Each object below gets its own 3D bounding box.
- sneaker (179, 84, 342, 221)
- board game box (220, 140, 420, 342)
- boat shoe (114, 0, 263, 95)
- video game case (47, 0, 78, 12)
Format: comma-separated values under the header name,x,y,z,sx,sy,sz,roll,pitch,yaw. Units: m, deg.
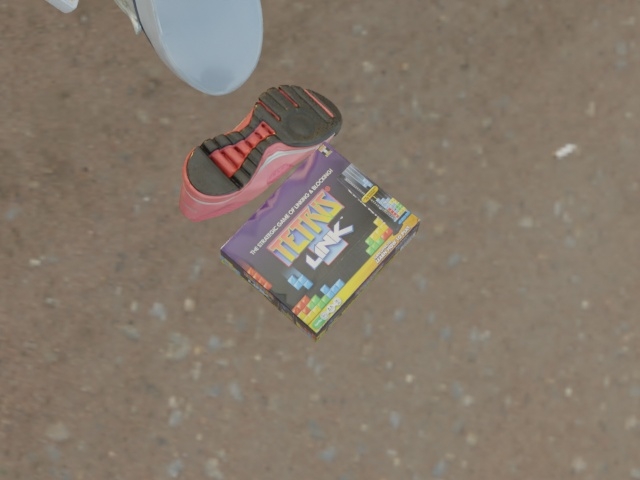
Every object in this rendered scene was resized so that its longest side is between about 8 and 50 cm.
name,x,y,z,sx,sy,sz,roll,pitch,yaw
sneaker,-0.102,-0.131,2.150,0.314,0.136,0.116,-33,77,-34
board game box,0.000,0.000,1.518,0.141,0.048,0.170,40,76,10
boat shoe,-0.193,-0.317,1.493,0.136,0.156,0.367,-42,130,-10
video game case,-0.354,-0.408,1.648,0.227,0.026,0.206,34,54,-37
